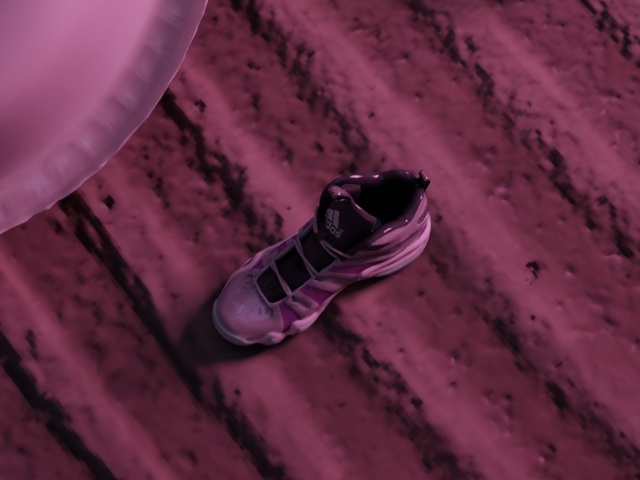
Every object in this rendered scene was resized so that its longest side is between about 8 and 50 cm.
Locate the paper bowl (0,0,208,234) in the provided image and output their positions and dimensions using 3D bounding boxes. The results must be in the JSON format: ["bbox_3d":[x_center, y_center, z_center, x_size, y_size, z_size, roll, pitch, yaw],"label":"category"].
[{"bbox_3d":[-0.174,-0.127,0.561,0.284,0.148,0.284,-2,102,-9],"label":"paper bowl"}]

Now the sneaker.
[{"bbox_3d":[0.000,0.000,0.620,0.098,0.069,0.038,-33,71,-14],"label":"sneaker"}]
